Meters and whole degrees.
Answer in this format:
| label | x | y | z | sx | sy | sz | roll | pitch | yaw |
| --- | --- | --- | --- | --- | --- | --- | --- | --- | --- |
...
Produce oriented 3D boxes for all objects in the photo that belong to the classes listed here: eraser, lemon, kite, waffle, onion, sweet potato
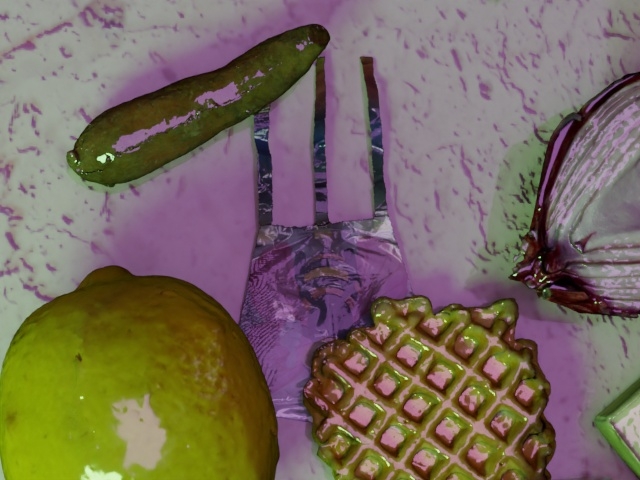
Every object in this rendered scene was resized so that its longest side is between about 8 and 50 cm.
| label | x | y | z | sx | sy | sz | roll | pitch | yaw |
| --- | --- | --- | --- | --- | --- | --- | --- | --- | --- |
| eraser | 0.368 | 0.166 | 1.748 | 0.172 | 0.058 | 0.117 | -40 | 92 | -9 |
| lemon | -0.162 | 0.167 | 1.585 | 0.260 | 0.260 | 0.284 | 9 | 85 | -7 |
| kite | 0.001 | 0.000 | 1.733 | 0.204 | 0.022 | 0.361 | -5 | 87 | -8 |
| waffle | 0.106 | 0.168 | 1.715 | 0.237 | 0.059 | 0.243 | -10 | 88 | -5 |
| onion | 0.290 | -0.030 | 1.722 | 0.283 | 0.120 | 0.227 | -29 | 91 | -12 |
| sweet potato | -0.112 | -0.127 | 1.692 | 0.273 | 0.075 | 0.075 | -26 | 89 | 0 |

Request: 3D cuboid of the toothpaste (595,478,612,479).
| label | x | y | z | sx | sy | sz | roll | pitch | yaw |
| --- | --- | --- | --- | --- | --- | --- | --- | --- | --- |
| toothpaste | 0.220 | 0.261 | 1.693 | 0.164 | 0.034 | 0.046 | -3 | 111 | -33 |
